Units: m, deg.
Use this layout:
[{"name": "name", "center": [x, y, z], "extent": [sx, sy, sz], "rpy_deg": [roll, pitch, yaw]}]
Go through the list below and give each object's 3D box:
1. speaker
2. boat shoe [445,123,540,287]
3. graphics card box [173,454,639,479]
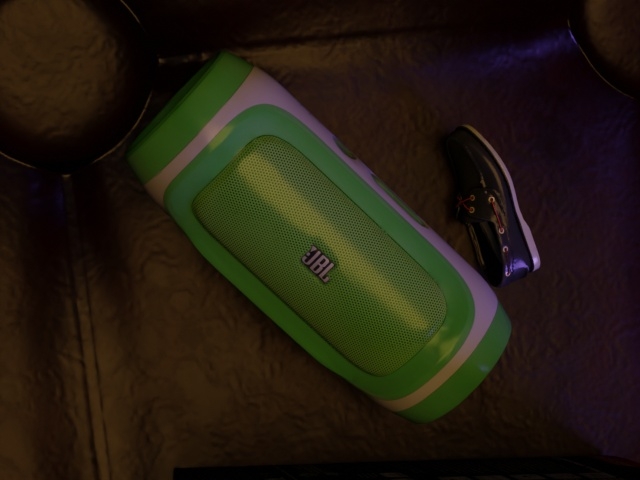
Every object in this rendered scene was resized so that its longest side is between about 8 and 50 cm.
[{"name": "speaker", "center": [0.000, 0.000, 1.045], "extent": [0.296, 0.131, 0.131], "rpy_deg": [43, 80, -11]}, {"name": "boat shoe", "center": [0.129, -0.027, 1.118], "extent": [0.042, 0.049, 0.133], "rpy_deg": [-28, 101, -21]}, {"name": "graphics card box", "center": [0.091, 0.215, 1.014], "extent": [0.371, 0.233, 0.094], "rpy_deg": [2, 90, -16]}]
